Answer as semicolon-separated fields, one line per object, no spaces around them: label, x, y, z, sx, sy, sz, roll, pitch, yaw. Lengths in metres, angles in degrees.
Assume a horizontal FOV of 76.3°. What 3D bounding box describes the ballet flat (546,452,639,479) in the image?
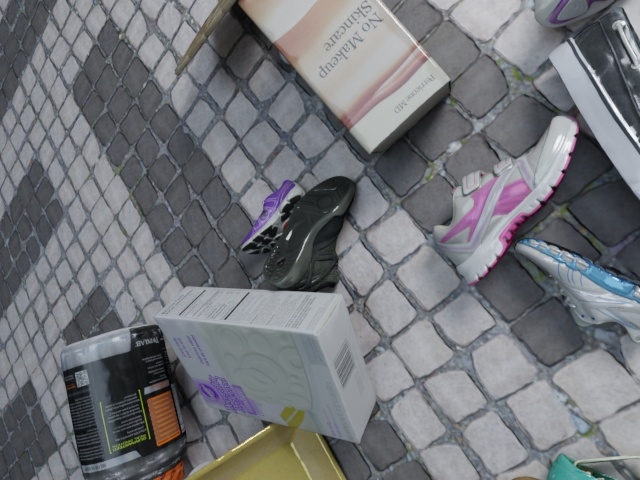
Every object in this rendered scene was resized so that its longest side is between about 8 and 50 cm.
ballet flat;0.408;0.308;0.481;0.248;0.083;0.087;1;77;28

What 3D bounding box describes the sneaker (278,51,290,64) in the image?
sneaker;-0.003;-0.422;0.712;0.092;0.087;0.228;18;107;22

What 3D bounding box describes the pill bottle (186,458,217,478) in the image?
pill bottle;-0.249;0.597;0.814;0.160;0.160;0.282;39;109;24

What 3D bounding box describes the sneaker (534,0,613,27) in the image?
sneaker;0.355;-0.410;0.500;0.152;0.114;0.305;44;106;35

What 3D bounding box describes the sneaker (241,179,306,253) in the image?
sneaker;-0.093;-0.043;0.785;0.170;0.068;0.071;-48;53;12

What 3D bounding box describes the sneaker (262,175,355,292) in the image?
sneaker;0.000;0.000;0.717;0.087;0.130;0.227;18;72;34

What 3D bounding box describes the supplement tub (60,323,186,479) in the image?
supplement tub;-0.417;0.368;0.882;0.207;0.207;0.337;-22;79;28

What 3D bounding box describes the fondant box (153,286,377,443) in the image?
fondant box;-0.093;0.202;0.697;0.331;0.096;0.238;-1;122;31

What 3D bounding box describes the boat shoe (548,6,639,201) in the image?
boat shoe;0.389;-0.129;0.466;0.105;0.113;0.305;-35;64;40

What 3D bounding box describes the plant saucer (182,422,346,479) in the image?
plant saucer;-0.091;0.515;0.677;0.332;0.333;0.081;58;152;17

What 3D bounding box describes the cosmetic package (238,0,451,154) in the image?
cosmetic package;0.041;-0.286;0.610;0.153;0.129;0.296;-43;88;21

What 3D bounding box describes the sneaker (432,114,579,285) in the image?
sneaker;0.242;-0.063;0.557;0.111;0.103;0.252;40;108;22

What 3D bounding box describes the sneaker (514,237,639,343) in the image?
sneaker;0.335;0.064;0.526;0.191;0.071;0.082;33;112;26

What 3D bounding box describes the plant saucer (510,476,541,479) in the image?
plant saucer;0.302;0.381;0.577;0.084;0.015;0.083;1;91;30

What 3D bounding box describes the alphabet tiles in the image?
alphabet tiles;-0.151;-0.440;0.712;0.343;0.011;0.284;-22;44;45
